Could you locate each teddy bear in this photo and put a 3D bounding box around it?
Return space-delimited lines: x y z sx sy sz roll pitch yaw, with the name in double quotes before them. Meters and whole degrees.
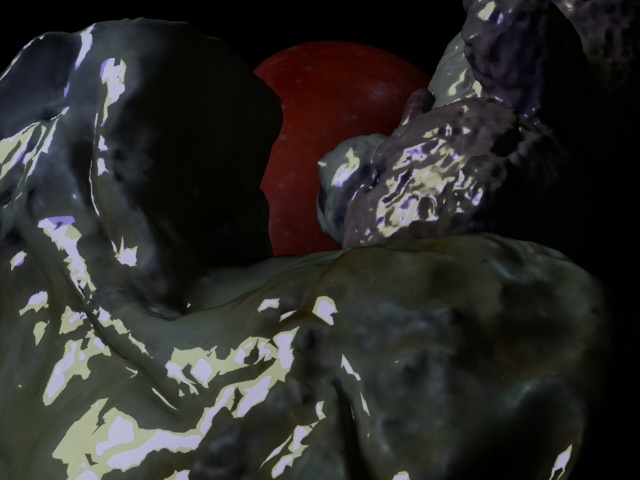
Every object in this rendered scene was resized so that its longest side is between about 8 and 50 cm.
"teddy bear" 0.093 -0.034 0.937 0.267 0.151 0.236 -52 -19 -34

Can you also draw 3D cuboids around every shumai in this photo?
"shumai" -0.072 0.083 0.724 0.330 0.288 0.292 -52 4 -17

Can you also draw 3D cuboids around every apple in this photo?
"apple" 0.000 0.000 1.205 0.260 0.216 0.260 -51 2 2
